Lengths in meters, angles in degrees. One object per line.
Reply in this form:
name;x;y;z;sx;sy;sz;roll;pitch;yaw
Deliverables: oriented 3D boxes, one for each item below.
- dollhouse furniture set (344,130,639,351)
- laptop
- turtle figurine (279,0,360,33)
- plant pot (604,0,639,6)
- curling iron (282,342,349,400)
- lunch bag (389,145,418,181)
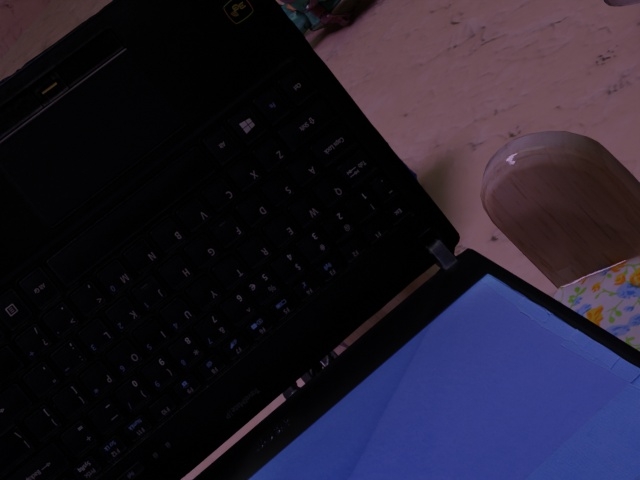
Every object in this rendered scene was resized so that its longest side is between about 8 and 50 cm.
dollhouse furniture set;-0.047;0.143;0.619;0.394;0.256;0.362;-25;35;38
laptop;-0.035;0.038;0.503;0.234;0.264;0.136;-39;4;-14
turtle figurine;-0.015;-0.261;1.431;0.234;0.118;0.175;-50;4;29
plant pot;0.258;-0.304;0.881;0.284;0.191;0.284;-31;12;8
curling iron;0.061;0.083;0.854;0.274;0.035;0.068;1;71;52
lunch bag;0.000;0.000;1.012;0.129;0.096;0.151;-32;33;24
